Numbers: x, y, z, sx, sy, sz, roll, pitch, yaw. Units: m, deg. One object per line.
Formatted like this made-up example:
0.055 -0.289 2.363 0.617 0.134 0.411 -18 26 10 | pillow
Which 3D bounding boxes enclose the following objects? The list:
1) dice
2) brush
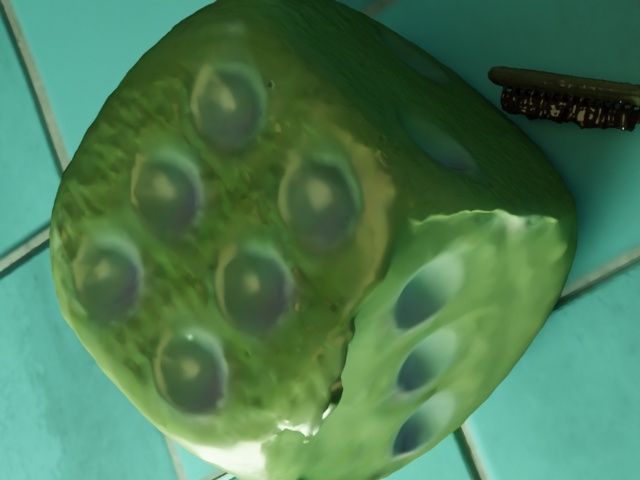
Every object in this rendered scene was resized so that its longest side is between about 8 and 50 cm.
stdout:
0.000 0.000 1.027 0.254 0.250 0.252 44 112 25 | dice
0.224 -0.084 1.007 0.248 0.043 0.036 11 102 32 | brush
